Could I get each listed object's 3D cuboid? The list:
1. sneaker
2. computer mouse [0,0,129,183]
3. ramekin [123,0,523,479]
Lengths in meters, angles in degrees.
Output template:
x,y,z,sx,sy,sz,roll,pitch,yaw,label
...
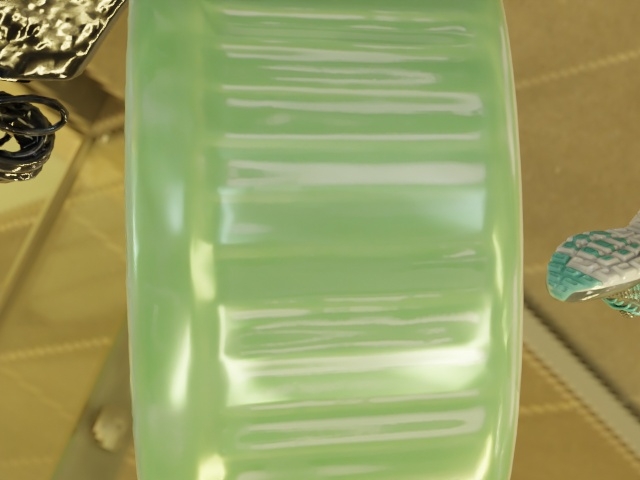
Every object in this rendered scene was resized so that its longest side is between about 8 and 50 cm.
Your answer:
x,y,z,sx,sy,sz,roll,pitch,yaw,label
0.229,0.029,1.256,0.065,0.166,0.076,30,126,40,sneaker
-0.168,-0.161,0.931,0.188,0.072,0.272,22,121,-44,computer mouse
0.000,0.000,0.751,0.148,0.303,0.303,-1,147,-1,ramekin
